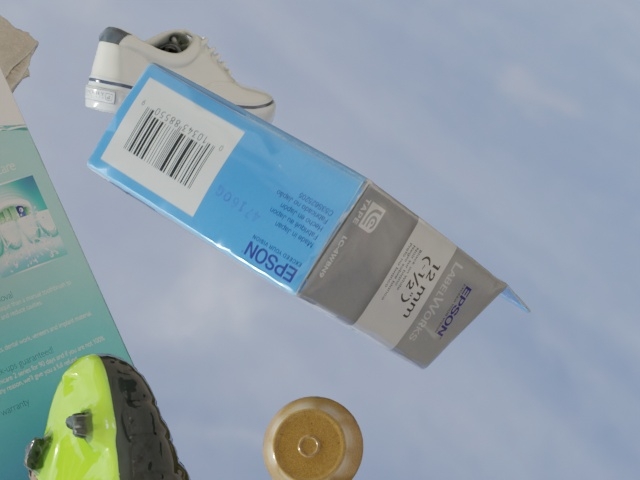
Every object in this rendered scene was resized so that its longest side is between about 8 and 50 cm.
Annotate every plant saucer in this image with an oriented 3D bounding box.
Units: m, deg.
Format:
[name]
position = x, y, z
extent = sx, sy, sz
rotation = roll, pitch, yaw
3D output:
[plant saucer]
position = -0.008, 0.166, 1.422
extent = 0.083, 0.083, 0.015
rotation = 53, -178, 16

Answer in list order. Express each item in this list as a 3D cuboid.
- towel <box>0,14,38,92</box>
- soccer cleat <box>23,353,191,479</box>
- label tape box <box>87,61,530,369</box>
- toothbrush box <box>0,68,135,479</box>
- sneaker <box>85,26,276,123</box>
[towel]
position = -0.434, -0.221, 1.802
extent = 0.282, 0.049, 0.187
rotation = 35, -143, -10
[soccer cleat]
position = -0.036, 0.117, 0.486
extent = 0.072, 0.060, 0.179
rotation = -3, -108, -36
[label tape box]
position = 0.000, 0.000, 1.517
extent = 0.249, 0.115, 0.348
rotation = 30, 176, 34
[toothbrush box]
position = -0.236, 0.046, 0.971
extent = 0.126, 0.216, 0.295
rotation = -24, -92, -47
[sneaker]
position = -0.128, -0.164, 1.782
extent = 0.094, 0.091, 0.258
rotation = 17, -171, 33
